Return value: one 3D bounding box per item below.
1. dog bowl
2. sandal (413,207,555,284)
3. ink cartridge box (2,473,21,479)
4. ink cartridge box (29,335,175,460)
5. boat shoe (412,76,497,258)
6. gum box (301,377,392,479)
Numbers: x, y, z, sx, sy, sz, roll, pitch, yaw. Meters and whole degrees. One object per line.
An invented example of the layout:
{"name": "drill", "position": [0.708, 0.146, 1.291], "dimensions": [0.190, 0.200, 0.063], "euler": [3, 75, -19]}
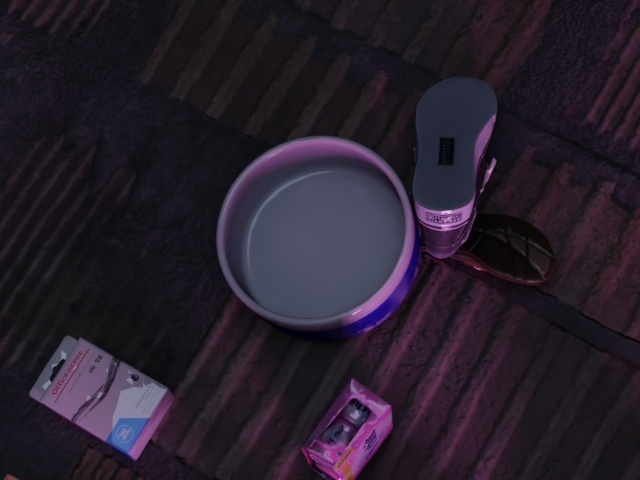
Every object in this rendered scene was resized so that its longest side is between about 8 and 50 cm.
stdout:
{"name": "dog bowl", "position": [0.000, 0.000, 1.988], "dimensions": [0.265, 0.104, 0.264], "euler": [-4, 71, 12]}
{"name": "sandal", "position": [0.216, 0.010, 2.016], "dimensions": [0.219, 0.060, 0.090], "euler": [12, 67, 23]}
{"name": "ink cartridge box", "position": [-0.352, 0.397, 1.846], "dimensions": [0.179, 0.045, 0.145], "euler": [26, 75, 15]}
{"name": "ink cartridge box", "position": [-0.300, 0.204, 1.987], "dimensions": [0.180, 0.060, 0.104], "euler": [28, 77, 12]}
{"name": "boat shoe", "position": [0.182, -0.101, 2.010], "dimensions": [0.113, 0.105, 0.306], "euler": [1, 43, 5]}
{"name": "gum box", "position": [0.036, 0.250, 1.881], "dimensions": [0.062, 0.188, 0.107], "euler": [35, 78, 13]}
